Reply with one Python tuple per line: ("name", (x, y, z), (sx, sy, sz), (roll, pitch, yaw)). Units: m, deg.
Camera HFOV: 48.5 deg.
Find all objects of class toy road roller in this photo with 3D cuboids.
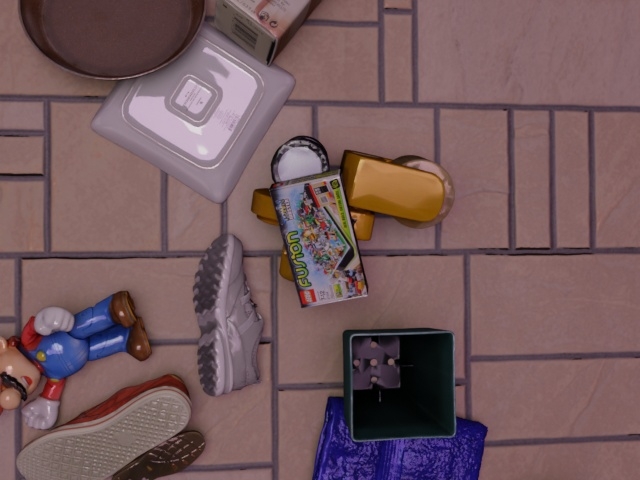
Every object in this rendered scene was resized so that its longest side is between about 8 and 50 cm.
("toy road roller", (0.045, -0.043, 1.226), (0.329, 0.202, 0.241), (10, 100, -2))

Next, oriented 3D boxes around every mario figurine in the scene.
("mario figurine", (-0.445, 0.213, 1.172), (0.320, 0.170, 0.198), (-22, 94, -8))

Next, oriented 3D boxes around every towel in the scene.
("towel", (0.141, 0.419, 1.286), (0.308, 0.076, 0.228), (10, 89, -7))

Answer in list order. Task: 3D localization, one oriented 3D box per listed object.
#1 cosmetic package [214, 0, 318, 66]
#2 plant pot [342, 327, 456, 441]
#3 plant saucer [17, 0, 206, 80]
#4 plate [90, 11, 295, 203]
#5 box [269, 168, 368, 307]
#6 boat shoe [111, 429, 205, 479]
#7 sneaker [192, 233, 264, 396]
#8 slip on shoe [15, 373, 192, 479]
("cosmetic package", (-0.043, -0.467, 1.226), (0.129, 0.153, 0.296), (37, 81, -5))
("plant pot", (0.113, 0.223, 1.205), (0.165, 0.234, 0.166), (-1, 90, -7))
("plant saucer", (-0.351, -0.399, 1.215), (0.310, 0.050, 0.311), (2, 71, -6))
("plate", (-0.224, -0.249, 1.266), (0.278, 0.045, 0.277), (31, 85, -6))
("box", (0.000, 0.000, 1.124), (0.114, 0.036, 0.207), (-12, 109, 8))
("boat shoe", (-0.284, 0.380, 1.240), (0.178, 0.060, 0.064), (-30, 104, -4))
("sneaker", (-0.155, 0.129, 1.259), (0.115, 0.105, 0.281), (3, 86, -37))
("slip on shoe", (-0.366, 0.328, 1.218), (0.331, 0.101, 0.123), (-28, 109, 6))
